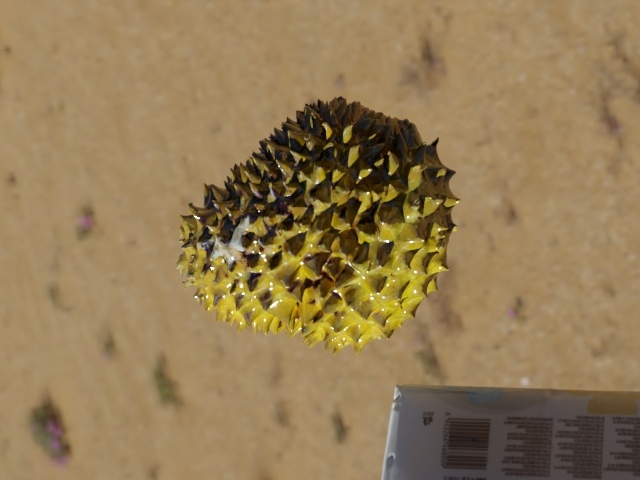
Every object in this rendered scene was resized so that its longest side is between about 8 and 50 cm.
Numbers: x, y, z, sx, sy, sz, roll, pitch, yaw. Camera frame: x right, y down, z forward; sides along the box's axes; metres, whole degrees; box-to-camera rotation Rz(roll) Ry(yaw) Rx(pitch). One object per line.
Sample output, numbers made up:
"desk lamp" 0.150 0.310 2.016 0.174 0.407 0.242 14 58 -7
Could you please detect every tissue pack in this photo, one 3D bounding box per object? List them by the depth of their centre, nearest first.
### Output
"tissue pack" 0.171 0.211 1.443 0.145 0.229 0.159 70 -157 -57

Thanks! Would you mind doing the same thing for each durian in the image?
"durian" -0.009 -0.006 1.463 0.250 0.138 0.183 -39 59 26
